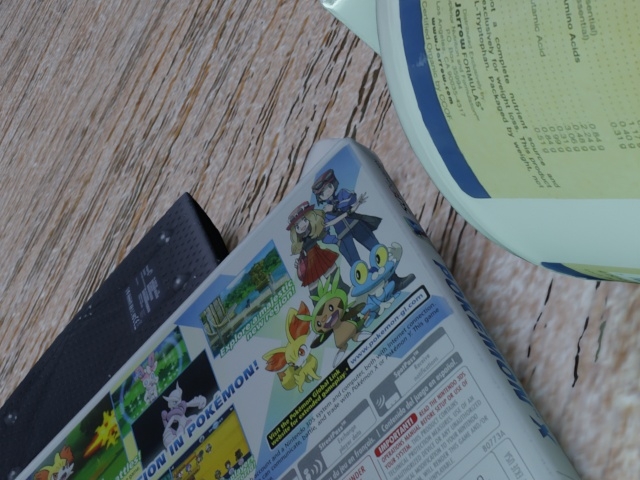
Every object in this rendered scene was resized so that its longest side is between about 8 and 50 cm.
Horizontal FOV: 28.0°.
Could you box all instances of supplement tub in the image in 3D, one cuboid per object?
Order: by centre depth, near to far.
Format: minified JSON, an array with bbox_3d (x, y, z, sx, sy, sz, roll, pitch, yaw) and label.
[{"bbox_3d":[0.188,-0.091,0.428,0.316,0.228,0.228,5,61,60],"label":"supplement tub"}]

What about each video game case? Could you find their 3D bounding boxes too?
[{"bbox_3d":[-0.041,0.142,0.674,0.329,0.036,0.300,-46,38,15],"label":"video game case"}]

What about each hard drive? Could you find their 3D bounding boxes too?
[{"bbox_3d":[-0.154,0.096,0.958,0.255,0.054,0.172,-49,26,8],"label":"hard drive"}]

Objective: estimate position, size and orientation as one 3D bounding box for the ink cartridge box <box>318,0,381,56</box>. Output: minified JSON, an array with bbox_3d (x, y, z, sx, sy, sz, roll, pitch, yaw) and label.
[{"bbox_3d":[0.069,-0.159,0.774,0.100,0.172,0.237,-47,26,13],"label":"ink cartridge box"}]

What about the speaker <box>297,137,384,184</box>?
[{"bbox_3d":[0.000,0.000,0.823,0.055,0.055,0.136,-24,37,45],"label":"speaker"}]
